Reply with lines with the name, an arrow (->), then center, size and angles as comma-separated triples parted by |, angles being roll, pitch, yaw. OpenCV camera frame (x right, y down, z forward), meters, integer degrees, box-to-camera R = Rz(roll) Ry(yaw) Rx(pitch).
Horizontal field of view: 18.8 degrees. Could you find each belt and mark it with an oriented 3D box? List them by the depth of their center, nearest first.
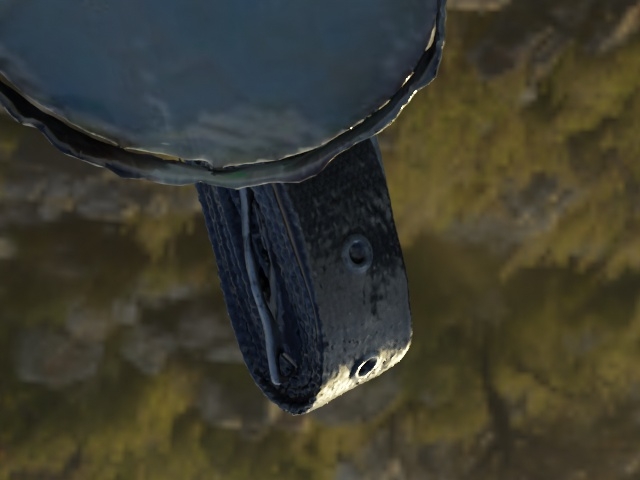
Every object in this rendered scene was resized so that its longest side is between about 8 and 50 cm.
belt -> 0.000, 0.000, 1.333 | 0.128, 0.218, 0.122 | -22, -164, -36

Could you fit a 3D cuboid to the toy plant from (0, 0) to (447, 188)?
toy plant -> -0.046, -0.217, 0.947 | 0.247, 0.332, 0.247 | 4, 135, 4
